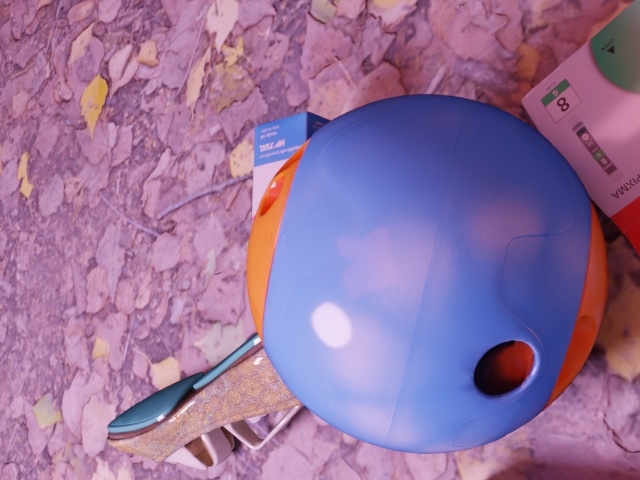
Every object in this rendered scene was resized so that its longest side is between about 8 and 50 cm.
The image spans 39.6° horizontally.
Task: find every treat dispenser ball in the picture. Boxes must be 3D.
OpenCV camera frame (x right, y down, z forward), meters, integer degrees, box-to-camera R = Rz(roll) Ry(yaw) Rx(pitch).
[{"bbox_3d":[0.083,0.026,0.724,0.288,0.288,0.288,-11,74,41],"label":"treat dispenser ball"}]

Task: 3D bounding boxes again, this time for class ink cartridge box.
[{"bbox_3d":[0.000,0.000,0.911,0.078,0.134,0.231,-8,75,40],"label":"ink cartridge box"},{"bbox_3d":[0.290,-0.088,0.722,0.181,0.056,0.224,-42,54,29],"label":"ink cartridge box"}]

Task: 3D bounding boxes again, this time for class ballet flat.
[{"bbox_3d":[-0.117,0.195,1.004,0.349,0.123,0.123,-34,60,35],"label":"ballet flat"}]
